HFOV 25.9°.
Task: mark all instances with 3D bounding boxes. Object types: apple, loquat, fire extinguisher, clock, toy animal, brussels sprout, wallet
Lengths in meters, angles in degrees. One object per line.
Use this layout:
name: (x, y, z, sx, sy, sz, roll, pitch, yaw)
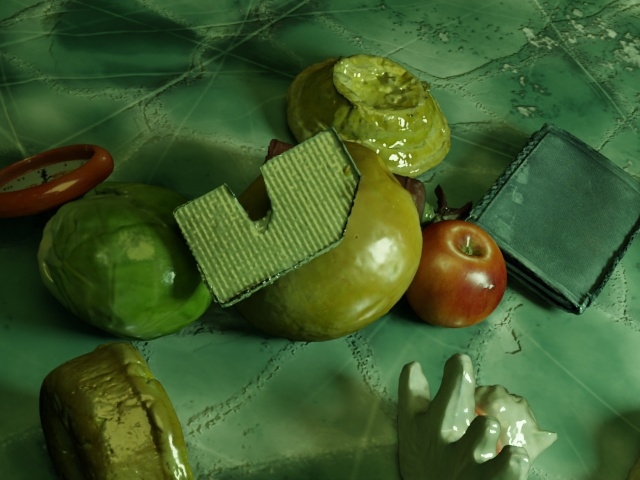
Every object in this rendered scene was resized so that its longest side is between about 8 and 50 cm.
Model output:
apple: (0.198, 0.047, 2.047, 0.163, 0.139, 0.163, 7, 44, -7)
loquat: (0.000, 0.000, 1.953, 0.284, 0.276, 0.276, -17, 54, -22)
fire extinguisher: (0.074, -0.074, 2.157, 0.337, 0.106, 0.147, 16, 36, -2)
clock: (-0.396, -0.082, 2.006, 0.205, 0.051, 0.205, -13, 21, 5)
toy animal: (0.227, 0.284, 1.777, 0.188, 0.308, 0.266, 25, 65, -21)
brussels sprout: (-0.256, 0.026, 1.900, 0.244, 0.244, 0.244, 8, 46, -8)
wallet: (0.382, -0.035, 2.228, 0.237, 0.075, 0.342, 34, 45, 8)

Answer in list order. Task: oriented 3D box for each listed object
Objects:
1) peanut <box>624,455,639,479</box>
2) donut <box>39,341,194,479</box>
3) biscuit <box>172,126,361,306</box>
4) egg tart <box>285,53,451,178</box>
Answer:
peanut: (0.479, 0.308, 1.903, 0.101, 0.117, 0.263, 14, 44, 28)
donut: (-0.249, 0.247, 1.685, 0.128, 0.208, 0.261, -14, 48, -26)
biscuit: (-0.058, -0.032, 1.814, 0.250, 0.046, 0.147, -30, 82, -4)
egg tart: (0.087, -0.221, 2.291, 0.290, 0.115, 0.290, 9, 45, -9)
